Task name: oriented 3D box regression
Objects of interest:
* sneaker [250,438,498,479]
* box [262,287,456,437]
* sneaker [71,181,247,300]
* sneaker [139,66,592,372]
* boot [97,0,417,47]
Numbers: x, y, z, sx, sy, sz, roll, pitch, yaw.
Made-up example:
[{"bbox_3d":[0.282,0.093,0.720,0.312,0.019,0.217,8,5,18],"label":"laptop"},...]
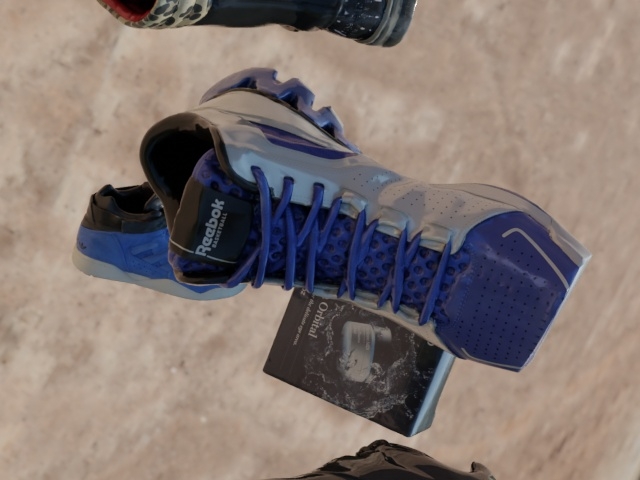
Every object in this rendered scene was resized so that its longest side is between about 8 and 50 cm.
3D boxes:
[{"bbox_3d":[0.026,0.201,0.954,0.286,0.130,0.109,14,121,-29],"label":"sneaker"},{"bbox_3d":[0.052,0.081,1.283,0.156,0.158,0.093,-69,163,5],"label":"box"},{"bbox_3d":[-0.124,-0.004,1.132,0.058,0.152,0.084,-100,-154,-58],"label":"sneaker"},{"bbox_3d":[-0.001,-0.001,0.891,0.182,0.315,0.127,-25,141,-56],"label":"sneaker"},{"bbox_3d":[-0.068,-0.192,0.845,0.178,0.236,0.085,-4,124,-34],"label":"boot"}]
